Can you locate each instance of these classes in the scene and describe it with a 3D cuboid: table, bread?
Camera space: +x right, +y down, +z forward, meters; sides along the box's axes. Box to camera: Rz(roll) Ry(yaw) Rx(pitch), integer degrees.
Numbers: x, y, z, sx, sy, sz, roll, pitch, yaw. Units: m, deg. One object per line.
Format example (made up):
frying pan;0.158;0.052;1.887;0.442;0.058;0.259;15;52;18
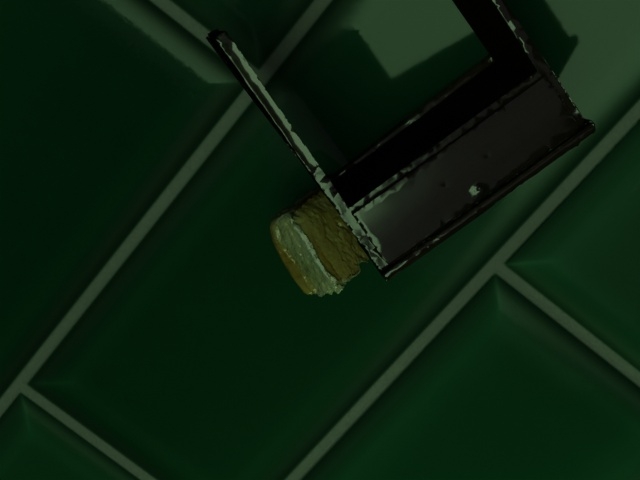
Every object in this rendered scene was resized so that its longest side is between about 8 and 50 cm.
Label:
table;0.070;-0.158;1.347;0.250;0.196;0.282;-36;102;2
bread;0.000;0.000;1.493;0.082;0.125;0.106;-37;94;38
